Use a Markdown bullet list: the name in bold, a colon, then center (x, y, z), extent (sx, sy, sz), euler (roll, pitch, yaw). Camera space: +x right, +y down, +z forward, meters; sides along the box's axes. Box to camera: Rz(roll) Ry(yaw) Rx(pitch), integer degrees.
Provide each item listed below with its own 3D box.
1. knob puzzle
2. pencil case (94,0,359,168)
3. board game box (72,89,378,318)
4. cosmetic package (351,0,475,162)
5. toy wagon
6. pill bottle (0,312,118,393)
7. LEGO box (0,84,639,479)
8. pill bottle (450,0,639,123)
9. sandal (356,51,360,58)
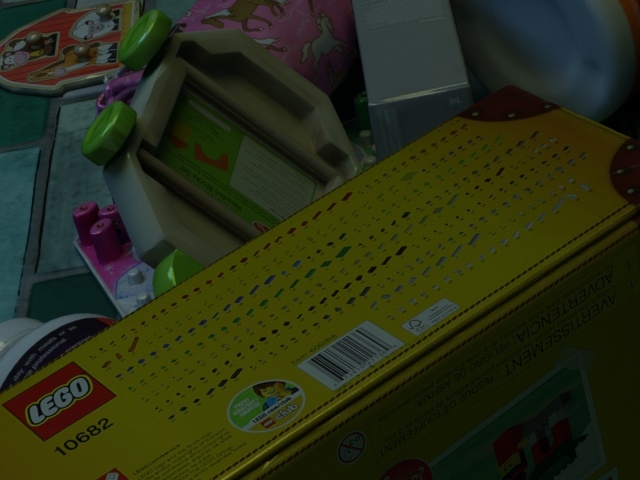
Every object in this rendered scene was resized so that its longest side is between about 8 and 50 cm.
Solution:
- **knob puzzle**: center (-0.305, -0.227, 2.306), extent (0.213, 0.030, 0.213), euler (-9, 35, 7)
- **pencil case**: center (-0.068, -0.183, 1.965), extent (0.160, 0.167, 0.386), euler (-2, 33, 32)
- **board game box**: center (0.000, 0.000, 1.869), extent (0.390, 0.050, 0.390), euler (-24, 36, -13)
- **cosmetic package**: center (0.091, -0.146, 1.889), extent (0.107, 0.127, 0.238), euler (-9, 33, 6)
- **toy wagon**: center (-0.080, -0.033, 1.690), extent (0.068, 0.267, 0.344), euler (-36, 27, 41)
- **pill bottle**: center (-0.148, 0.168, 1.571), extent (0.323, 0.181, 0.181), euler (23, 49, 40)
- **LEGO box**: center (0.032, 0.185, 1.321), extent (0.500, 0.372, 0.193), euler (-31, 38, -24)
- **pill bottle**: center (0.327, -0.299, 2.024), extent (0.224, 0.224, 0.392), euler (21, 48, 39)
- **sandal**: center (0.048, -0.278, 2.193), extent (0.416, 0.102, 0.169), euler (-17, 35, -6)
